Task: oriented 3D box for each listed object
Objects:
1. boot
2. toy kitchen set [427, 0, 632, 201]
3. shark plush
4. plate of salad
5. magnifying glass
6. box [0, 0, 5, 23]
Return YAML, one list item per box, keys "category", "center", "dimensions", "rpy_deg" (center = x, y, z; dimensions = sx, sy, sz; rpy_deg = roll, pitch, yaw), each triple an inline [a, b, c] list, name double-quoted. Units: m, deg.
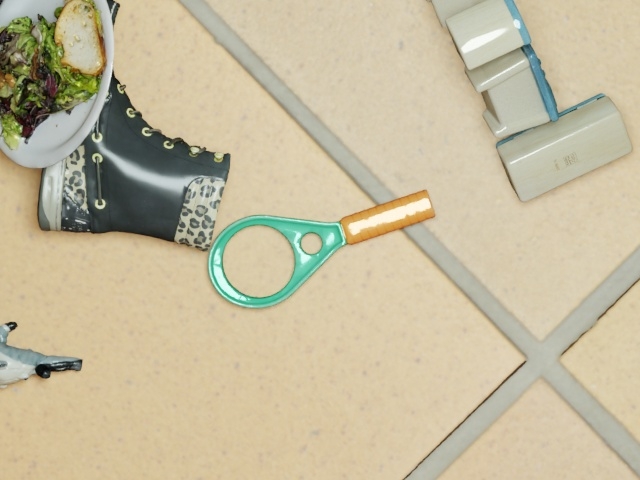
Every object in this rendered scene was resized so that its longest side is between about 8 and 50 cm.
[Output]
- category: "boot"
  center: [-0.172, -0.110, 1.876]
  dimensions: [0.179, 0.085, 0.236]
  rpy_deg: [12, 90, -3]
- category: "toy kitchen set"
  center: [0.196, -0.179, 1.875]
  dimensions: [0.122, 0.166, 0.207]
  rpy_deg: [-24, 126, 2]
- category: "shark plush"
  center: [-0.317, 0.104, 1.893]
  dimensions: [0.161, 0.073, 0.067]
  rpy_deg: [5, 60, 6]
- category: "plate of salad"
  center: [-0.268, -0.168, 1.818]
  dimensions: [0.200, 0.048, 0.200]
  rpy_deg: [-5, 82, 43]
- category: "magnifying glass"
  center: [0.000, 0.000, 1.897]
  dimensions: [0.231, 0.026, 0.092]
  rpy_deg: [-19, 89, 1]
- category: "box"
  center: [-0.284, -0.295, 1.901]
  dimensions: [0.162, 0.029, 0.116]
  rpy_deg: [-30, 89, 3]
